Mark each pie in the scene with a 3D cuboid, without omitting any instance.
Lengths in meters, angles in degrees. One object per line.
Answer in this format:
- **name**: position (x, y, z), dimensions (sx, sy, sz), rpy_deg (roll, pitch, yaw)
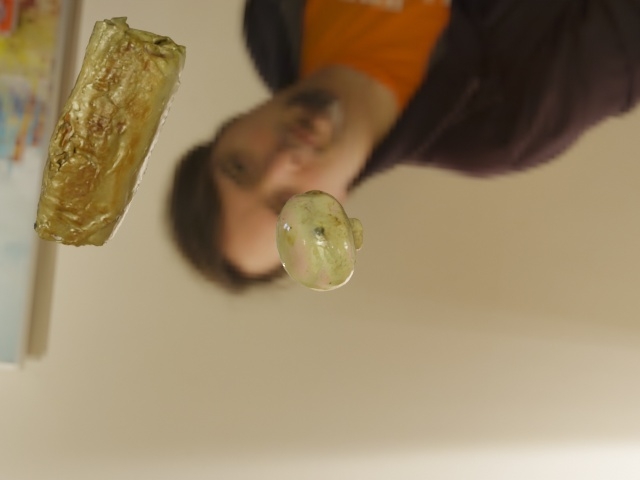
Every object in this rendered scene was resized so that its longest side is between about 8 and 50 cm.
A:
- **pie**: position (-0.245, -0.125, 1.960), dimensions (0.129, 0.282, 0.068), rpy_deg (12, -155, -26)

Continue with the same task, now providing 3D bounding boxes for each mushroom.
- **mushroom**: position (0.000, 0.000, 1.400), dimensions (0.067, 0.083, 0.083), rpy_deg (-7, -174, -26)
